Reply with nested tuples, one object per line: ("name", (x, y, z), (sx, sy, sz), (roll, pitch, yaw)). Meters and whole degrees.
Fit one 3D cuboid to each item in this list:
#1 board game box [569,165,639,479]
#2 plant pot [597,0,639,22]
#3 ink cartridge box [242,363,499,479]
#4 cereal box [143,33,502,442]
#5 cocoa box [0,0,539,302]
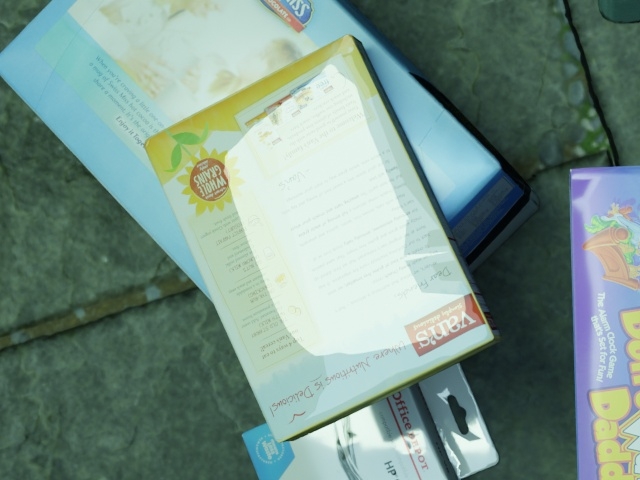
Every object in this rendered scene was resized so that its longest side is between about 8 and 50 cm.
("board game box", (0.239, 0.131, 1.476), (0.078, 0.233, 0.347), (-2, 84, 13))
("plant pot", (0.317, -0.315, 1.493), (0.247, 0.252, 0.248), (-2, 84, 13))
("ink cartridge box", (0.041, 0.167, 1.607), (0.180, 0.060, 0.104), (-25, 79, 10))
("cereal box", (0.000, 0.000, 1.404), (0.173, 0.047, 0.240), (-26, 81, 10))
("cocoa box", (-0.036, -0.083, 1.563), (0.231, 0.228, 0.347), (-45, 77, 5))
